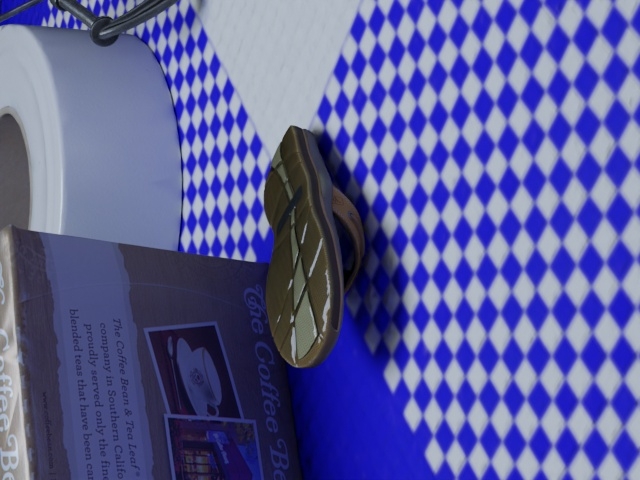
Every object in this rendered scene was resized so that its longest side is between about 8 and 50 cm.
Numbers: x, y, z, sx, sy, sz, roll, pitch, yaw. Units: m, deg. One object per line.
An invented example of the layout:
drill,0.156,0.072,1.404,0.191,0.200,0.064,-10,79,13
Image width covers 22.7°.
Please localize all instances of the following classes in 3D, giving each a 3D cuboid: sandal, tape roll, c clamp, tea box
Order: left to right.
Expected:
tea box,-0.187,0.203,1.045,0.323,0.220,0.329,-27,64,40
tape roll,-0.213,-0.034,1.299,0.286,0.100,0.286,-3,86,62
c clamp,-0.165,-0.181,1.209,0.160,0.137,0.022,30,151,54
sandal,0.000,0.000,0.963,0.072,0.049,0.180,-57,27,36
